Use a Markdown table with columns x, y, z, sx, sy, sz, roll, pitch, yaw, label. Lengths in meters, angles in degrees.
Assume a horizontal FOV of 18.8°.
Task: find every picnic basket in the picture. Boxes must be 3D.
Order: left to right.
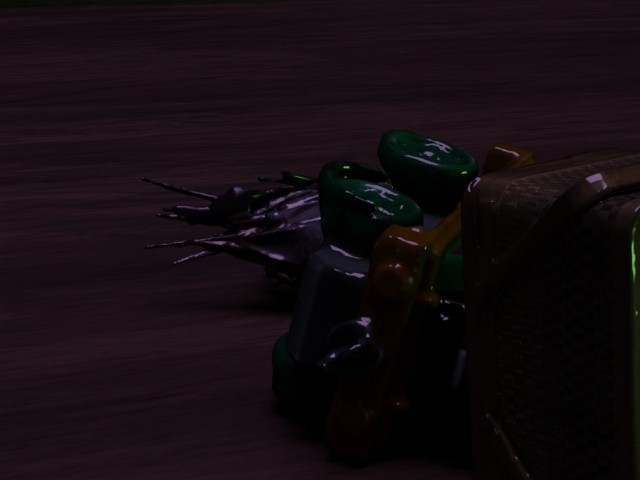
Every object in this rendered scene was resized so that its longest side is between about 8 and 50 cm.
| x | y | z | sx | sy | sz | roll | pitch | yaw | label |
| --- | --- | --- | --- | --- | --- | --- | --- | --- | --- |
| 0.195 | 0.075 | 1.205 | 0.165 | 0.266 | 0.139 | -13 | 16 | -37 | picnic basket |

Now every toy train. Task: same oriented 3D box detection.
| x | y | z | sx | sy | sz | roll | pitch | yaw | label |
| --- | --- | --- | --- | --- | --- | --- | --- | --- | --- |
| 0.120 | 0.047 | 1.468 | 0.249 | 0.178 | 0.429 | 20 | 19 | 14 | toy train |

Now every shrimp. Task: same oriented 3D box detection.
| x | y | z | sx | sy | sz | roll | pitch | yaw | label |
| --- | --- | --- | --- | --- | --- | --- | --- | --- | --- |
| 0.003 | -0.004 | 1.701 | 0.343 | 0.116 | 0.145 | 6 | 14 | -21 | shrimp |
